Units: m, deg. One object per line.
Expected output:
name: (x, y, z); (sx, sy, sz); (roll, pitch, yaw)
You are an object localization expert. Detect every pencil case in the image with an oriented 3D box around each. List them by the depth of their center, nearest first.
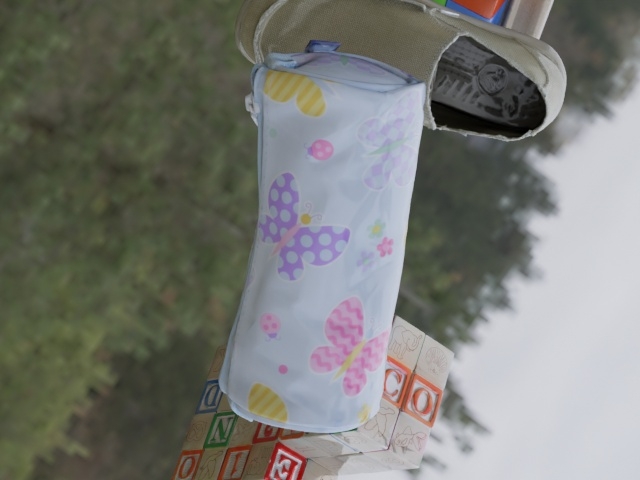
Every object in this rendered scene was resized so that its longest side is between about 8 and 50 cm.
pencil case: (0.000, 0.000, 1.402); (0.113, 0.124, 0.273); (-146, -122, -59)

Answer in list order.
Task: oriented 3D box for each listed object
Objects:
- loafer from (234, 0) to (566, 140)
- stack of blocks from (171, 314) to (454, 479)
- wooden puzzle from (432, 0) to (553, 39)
loafer: (0.068, -0.141, 1.506); (0.092, 0.268, 0.102); (-107, -151, -70)
stack of blocks: (-0.013, 0.186, 1.999); (0.297, 0.087, 0.171); (-14, -130, 50)
wooden puzzle: (0.086, -0.329, 1.858); (0.080, 0.322, 0.348); (-50, 164, -44)
